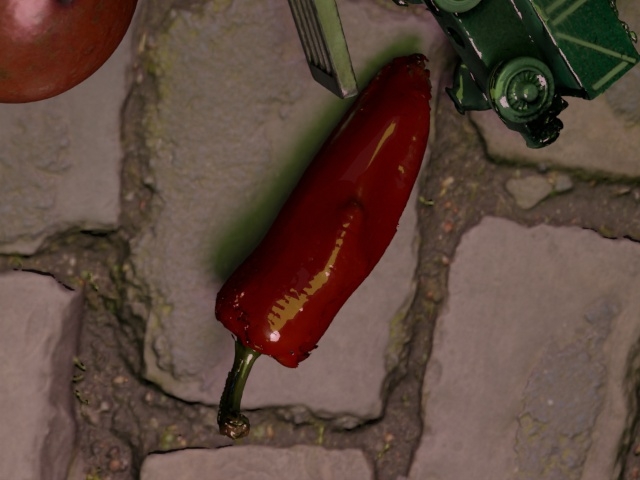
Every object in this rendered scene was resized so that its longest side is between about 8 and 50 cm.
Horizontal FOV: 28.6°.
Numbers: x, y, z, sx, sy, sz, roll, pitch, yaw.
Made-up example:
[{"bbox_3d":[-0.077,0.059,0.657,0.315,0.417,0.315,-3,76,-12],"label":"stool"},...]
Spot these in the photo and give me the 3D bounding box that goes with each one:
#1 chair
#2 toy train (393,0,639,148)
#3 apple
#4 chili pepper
[{"bbox_3d":[-0.076,-0.242,1.043,0.147,0.136,0.270,-14,109,-8],"label":"chair"},{"bbox_3d":[0.163,-0.210,1.111,0.154,0.115,0.269,-39,110,-7],"label":"toy train"},{"bbox_3d":[-0.248,-0.234,0.939,0.254,0.253,0.253,-3,105,-12],"label":"apple"},{"bbox_3d":[0.000,0.000,1.146,0.110,0.110,0.387,34,89,-19],"label":"chili pepper"}]
